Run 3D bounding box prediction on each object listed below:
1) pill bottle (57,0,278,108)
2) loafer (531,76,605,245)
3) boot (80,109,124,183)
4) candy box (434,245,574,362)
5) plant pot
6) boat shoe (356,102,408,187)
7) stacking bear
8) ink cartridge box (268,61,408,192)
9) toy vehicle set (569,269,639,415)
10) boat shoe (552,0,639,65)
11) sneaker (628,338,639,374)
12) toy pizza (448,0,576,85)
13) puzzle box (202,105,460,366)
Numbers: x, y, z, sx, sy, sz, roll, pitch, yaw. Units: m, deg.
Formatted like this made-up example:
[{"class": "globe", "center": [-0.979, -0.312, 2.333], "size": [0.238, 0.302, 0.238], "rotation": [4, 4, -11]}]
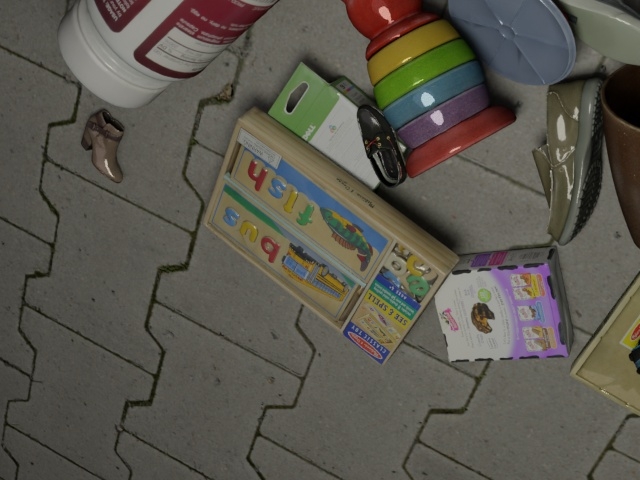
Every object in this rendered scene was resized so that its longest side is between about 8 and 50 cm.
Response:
[{"class": "pill bottle", "center": [-0.202, -0.378, 1.369], "size": [0.392, 0.224, 0.224], "rotation": [-33, 97, 33]}, {"class": "loafer", "center": [0.352, -0.115, 1.330], "size": [0.087, 0.094, 0.251], "rotation": [17, 116, 31]}, {"class": "boot", "center": [-0.379, -0.171, 1.666], "size": [0.118, 0.042, 0.087], "rotation": [47, 122, -3]}, {"class": "candy box", "center": [0.286, 0.103, 1.470], "size": [0.196, 0.070, 0.165], "rotation": [-6, 112, 27]}, {"class": "plant pot", "center": [0.473, -0.093, 1.223], "size": [0.215, 0.215, 0.231], "rotation": [9, 131, 21]}, {"class": "boat shoe", "center": [0.090, -0.142, 1.384], "size": [0.048, 0.042, 0.133], "rotation": [-19, 102, 31]}, {"class": "stacking bear", "center": [0.134, -0.255, 1.315], "size": [0.175, 0.164, 0.289], "rotation": [-29, 90, 9]}, {"class": "ink cartridge box", "center": [0.034, -0.181, 1.452], "size": [0.209, 0.062, 0.109], "rotation": [39, 123, 2]}, {"class": "toy vehicle set", "center": [0.517, 0.147, 1.404], "size": [0.166, 0.035, 0.267], "rotation": [31, 123, 9]}, {"class": "boat shoe", "center": [0.359, -0.312, 1.222], "size": [0.227, 0.081, 0.079], "rotation": [31, 161, 15]}, {"class": "sneaker", "center": [0.527, 0.207, 1.357], "size": [0.139, 0.125, 0.341], "rotation": [31, 131, 41]}, {"class": "toy pizza", "center": [0.262, -0.293, 1.260], "size": [0.201, 0.032, 0.201], "rotation": [35, 161, 14]}, {"class": "puzzle box", "center": [0.000, 0.000, 1.510], "size": [0.409, 0.052, 0.272], "rotation": [37, 138, 10]}]
